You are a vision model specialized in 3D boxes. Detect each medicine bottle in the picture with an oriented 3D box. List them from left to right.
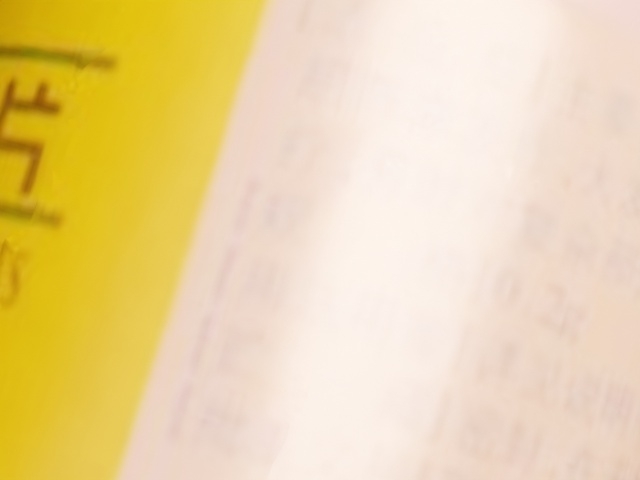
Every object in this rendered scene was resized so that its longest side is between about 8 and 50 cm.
[{"bbox_3d":[0.000,0.000,0.488,0.213,0.213,0.378,12,79,28],"label":"medicine bottle"}]
